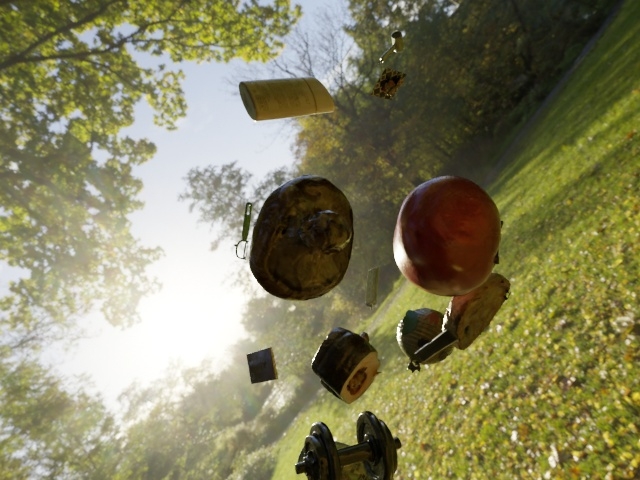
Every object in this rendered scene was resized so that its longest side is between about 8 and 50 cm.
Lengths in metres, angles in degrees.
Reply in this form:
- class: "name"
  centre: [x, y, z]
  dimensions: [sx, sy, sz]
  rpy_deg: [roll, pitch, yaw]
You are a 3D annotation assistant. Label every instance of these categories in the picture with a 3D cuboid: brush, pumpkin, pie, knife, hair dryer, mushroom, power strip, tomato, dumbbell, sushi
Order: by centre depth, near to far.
- class: "mushroom"
  centre: [-0.021, 0.011, 0.955]
  dimensions: [0.268, 0.254, 0.267]
  rpy_deg: [-14, -51, -19]
- class: "brush"
  centre: [0.275, 0.245, 1.055]
  dimensions: [0.028, 0.034, 0.190]
  rpy_deg: [-42, -14, -29]
- class: "dumbbell"
  centre: [0.075, 0.553, 1.156]
  dimensions: [0.291, 0.191, 0.192]
  rpy_deg: [-5, -26, -19]
- class: "tomato"
  centre: [0.354, -0.011, 1.257]
  dimensions: [0.293, 0.290, 0.324]
  rpy_deg: [77, -154, -74]
- class: "pumpkin"
  centre: [0.096, 0.387, 1.432]
  dimensions: [0.221, 0.139, 0.317]
  rpy_deg: [-47, -32, -17]
- class: "pie"
  centre: [0.506, 0.230, 1.480]
  dimensions: [0.315, 0.092, 0.314]
  rpy_deg: [-27, -47, -32]
- class: "hair dryer"
  centre: [0.235, -0.649, 1.527]
  dimensions: [0.124, 0.038, 0.063]
  rpy_deg: [-47, -29, -9]
- class: "knife"
  centre: [-0.281, -0.037, 1.627]
  dimensions: [0.015, 0.055, 0.211]
  rpy_deg: [-54, -27, -86]
- class: "sushi"
  centre: [0.271, -0.602, 1.745]
  dimensions: [0.126, 0.026, 0.120]
  rpy_deg: [-2, -43, -39]
- class: "power strip"
  centre: [0.259, 0.235, 2.233]
  dimensions: [0.060, 0.027, 0.252]
  rpy_deg: [-30, 37, 40]

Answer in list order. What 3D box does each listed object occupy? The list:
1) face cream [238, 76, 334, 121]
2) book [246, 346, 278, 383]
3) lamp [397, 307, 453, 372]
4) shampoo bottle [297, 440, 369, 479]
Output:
- class: "face cream"
  centre: [-0.123, -0.544, 1.701]
  dimensions: [0.349, 0.173, 0.081]
  rpy_deg: [-17, -16, -30]
- class: "book"
  centre: [-0.237, 0.505, 1.801]
  dimensions: [0.014, 0.127, 0.182]
  rpy_deg: [2, -21, -43]
- class: "lamp"
  centre: [0.436, 0.427, 1.901]
  dimensions: [0.284, 0.251, 0.250]
  rpy_deg: [-64, -3, -13]
- class: "shampoo bottle"
  centre: [0.101, 0.792, 1.568]
  dimensions: [0.134, 0.360, 0.078]
  rpy_deg: [-62, 20, -3]
